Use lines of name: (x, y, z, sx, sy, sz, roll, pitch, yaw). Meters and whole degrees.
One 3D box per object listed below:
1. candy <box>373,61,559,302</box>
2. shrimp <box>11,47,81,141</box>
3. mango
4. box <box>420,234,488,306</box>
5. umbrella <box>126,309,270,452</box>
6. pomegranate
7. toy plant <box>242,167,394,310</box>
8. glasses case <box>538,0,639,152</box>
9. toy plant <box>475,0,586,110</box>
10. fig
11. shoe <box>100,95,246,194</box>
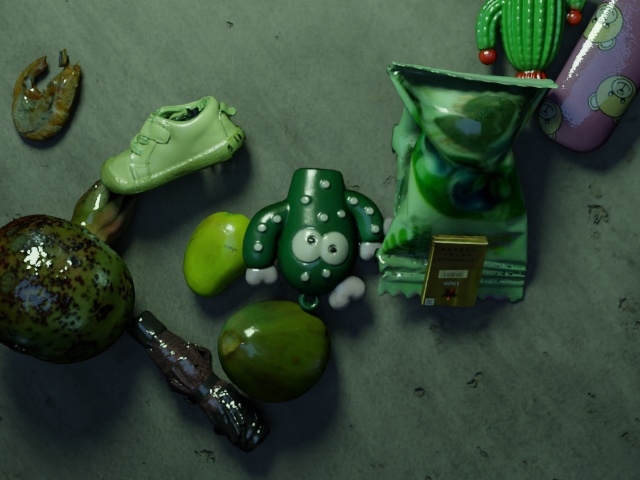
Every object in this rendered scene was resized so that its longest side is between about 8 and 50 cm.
candy: (0.224, -0.084, 1.320, 0.262, 0.172, 0.398, 4, 105, 6)
shrimp: (-0.507, -0.272, 1.492, 0.132, 0.051, 0.187, 39, 104, 5)
mango: (-0.182, 0.021, 1.441, 0.163, 0.089, 0.117, -41, 87, 12)
box: (0.217, 0.051, 1.329, 0.090, 0.023, 0.133, 2, 125, -3)
umbrella: (-0.225, 0.254, 1.473, 0.326, 0.090, 0.094, 43, 105, 4)
pomegranate: (-0.445, 0.038, 1.428, 0.285, 0.285, 0.341, 23, 68, 8)
toy plant: (-0.005, 0.001, 1.391, 0.232, 0.112, 0.243, 29, 85, -4)
glasses case: (0.464, -0.290, 1.294, 0.123, 0.076, 0.316, 30, 100, 7)
toy plant: (0.327, -0.341, 1.310, 0.154, 0.088, 0.240, 25, 106, 4)
fig: (-0.086, 0.186, 1.402, 0.181, 0.191, 0.181, -10, 76, 42)
shoe: (-0.260, -0.169, 1.420, 0.262, 0.140, 0.128, -14, 103, 6)
